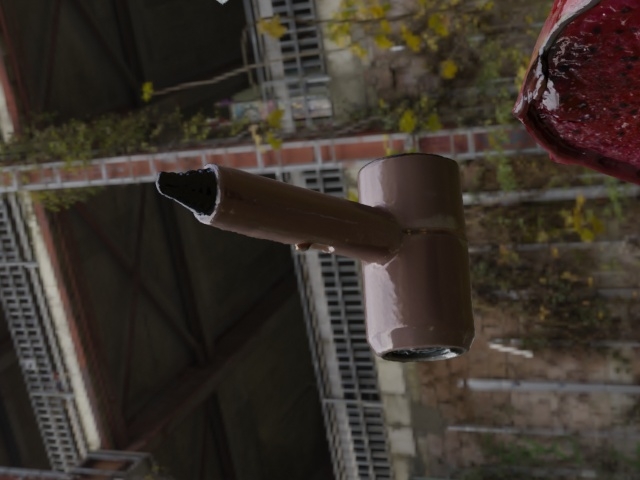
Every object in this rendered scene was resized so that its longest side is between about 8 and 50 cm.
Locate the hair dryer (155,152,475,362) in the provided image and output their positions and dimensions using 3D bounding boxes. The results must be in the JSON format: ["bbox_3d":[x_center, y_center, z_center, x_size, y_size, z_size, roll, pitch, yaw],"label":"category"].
[{"bbox_3d":[0.000,0.000,0.823,0.344,0.107,0.189,12,-112,-39],"label":"hair dryer"}]

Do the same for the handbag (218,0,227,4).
[{"bbox_3d":[-0.138,-0.407,1.130,0.171,0.298,0.151,22,-106,-25],"label":"handbag"}]

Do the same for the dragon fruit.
[{"bbox_3d":[0.197,-0.140,0.578,0.274,0.161,0.126,71,-164,-63],"label":"dragon fruit"}]
